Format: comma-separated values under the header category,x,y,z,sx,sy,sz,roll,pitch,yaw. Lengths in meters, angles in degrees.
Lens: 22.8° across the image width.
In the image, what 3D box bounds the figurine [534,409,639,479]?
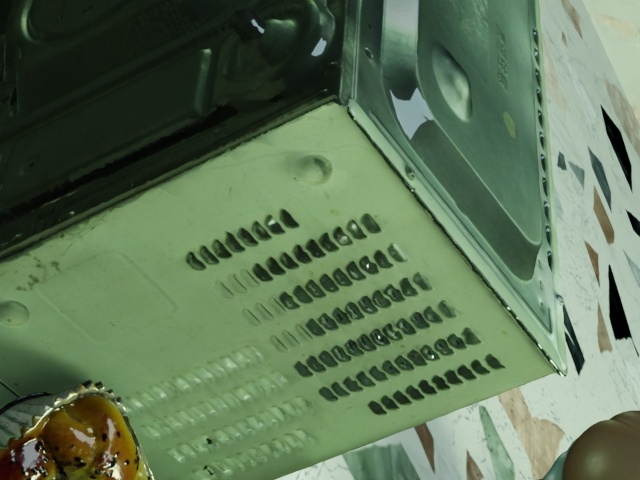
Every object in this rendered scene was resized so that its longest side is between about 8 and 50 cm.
category,x,y,z,sx,sy,sz,roll,pitch,yaw
figurine,0.255,0.342,1.365,0.388,0.248,0.276,47,55,-36

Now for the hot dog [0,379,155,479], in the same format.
category,x,y,z,sx,sy,sz,roll,pitch,yaw
hot dog,-0.120,0.164,0.825,0.108,0.059,0.191,-35,120,-24

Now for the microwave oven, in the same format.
category,x,y,z,sx,sy,sz,roll,pitch,yaw
microwave oven,-0.053,-0.089,0.922,0.247,0.333,0.394,46,32,-35
